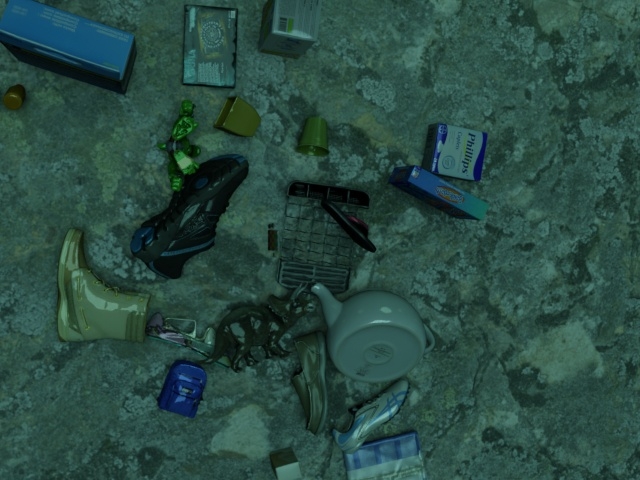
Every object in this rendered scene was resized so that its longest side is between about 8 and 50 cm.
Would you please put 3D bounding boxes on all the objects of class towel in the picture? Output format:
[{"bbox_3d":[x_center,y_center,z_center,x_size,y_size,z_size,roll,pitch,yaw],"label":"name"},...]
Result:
[{"bbox_3d":[0.177,0.638,1.978,0.209,0.034,0.285,-12,93,-10],"label":"towel"}]

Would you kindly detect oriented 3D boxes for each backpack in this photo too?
[{"bbox_3d":[-0.314,0.345,1.821,0.098,0.101,0.120,22,84,-19],"label":"backpack"}]

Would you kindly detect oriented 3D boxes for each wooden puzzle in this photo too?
[{"bbox_3d":[-0.112,-0.001,1.876,0.006,0.049,0.083,-1,93,-32],"label":"wooden puzzle"}]

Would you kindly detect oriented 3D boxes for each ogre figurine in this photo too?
[{"bbox_3d":[-0.321,-0.215,1.785,0.097,0.118,0.197,-13,97,-16],"label":"ogre figurine"}]

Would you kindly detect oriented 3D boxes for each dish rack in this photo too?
[{"bbox_3d":[0.000,0.000,1.889,0.208,0.074,0.271,8,91,-12],"label":"dish rack"}]

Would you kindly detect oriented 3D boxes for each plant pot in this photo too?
[{"bbox_3d":[-0.189,-0.284,1.833,0.083,0.081,0.081,26,87,-24],"label":"plant pot"},{"bbox_3d":[-0.014,-0.253,1.878,0.083,0.083,0.079,10,77,-13],"label":"plant pot"}]

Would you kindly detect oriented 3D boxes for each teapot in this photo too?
[{"bbox_3d":[0.133,0.206,1.877,0.253,0.187,0.256,-15,128,8],"label":"teapot"}]

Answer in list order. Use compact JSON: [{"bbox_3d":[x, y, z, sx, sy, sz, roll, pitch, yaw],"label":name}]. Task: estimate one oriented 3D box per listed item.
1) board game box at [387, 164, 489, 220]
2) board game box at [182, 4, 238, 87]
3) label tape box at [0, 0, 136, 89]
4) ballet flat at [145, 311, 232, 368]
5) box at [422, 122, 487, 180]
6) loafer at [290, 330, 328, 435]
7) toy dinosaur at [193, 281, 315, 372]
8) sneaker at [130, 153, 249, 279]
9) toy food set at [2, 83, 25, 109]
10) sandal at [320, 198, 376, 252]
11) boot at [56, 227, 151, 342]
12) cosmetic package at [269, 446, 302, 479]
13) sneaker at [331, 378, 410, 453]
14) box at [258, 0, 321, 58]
[{"bbox_3d":[0.285,-0.115,1.904,0.210,0.160,0.047,26,87,-12],"label":"board game box"},{"bbox_3d":[-0.260,-0.455,1.834,0.126,0.026,0.186,2,92,-12],"label":"board game box"},{"bbox_3d":[-0.515,-0.408,1.614,0.249,0.348,0.115,17,89,-13],"label":"label tape box"},{"bbox_3d":[-0.298,0.228,1.835,0.221,0.077,0.079,24,84,-8],"label":"ballet flat"},{"bbox_3d":[0.336,-0.220,1.955,0.137,0.072,0.126,9,91,-13],"label":"box"},{"bbox_3d":[-0.030,0.345,1.896,0.087,0.094,0.251,0,83,-7],"label":"loafer"},{"bbox_3d":[-0.163,0.215,1.841,0.314,0.121,0.160,-15,89,-18],"label":"toy dinosaur"},{"bbox_3d":[-0.285,-0.061,1.818,0.341,0.125,0.139,-45,128,-10],"label":"sneaker"},{"bbox_3d":[-0.756,-0.268,1.713,0.111,0.104,0.232,40,102,-25],"label":"toy food set"},{"bbox_3d":[0.075,-0.041,1.838,0.179,0.067,0.040,46,72,-10],"label":"sandal"},{"bbox_3d":[-0.484,0.105,1.760,0.203,0.095,0.262,3,96,-3],"label":"boot"},{"bbox_3d":[-0.085,0.538,1.872,0.060,0.115,0.041,-13,95,-12],"label":"cosmetic package"},{"bbox_3d":[0.127,0.423,1.933,0.237,0.085,0.086,-42,93,-11],"label":"sneaker"},{"bbox_3d":[-0.073,-0.496,1.784,0.103,0.203,0.114,7,89,-14],"label":"box"}]
